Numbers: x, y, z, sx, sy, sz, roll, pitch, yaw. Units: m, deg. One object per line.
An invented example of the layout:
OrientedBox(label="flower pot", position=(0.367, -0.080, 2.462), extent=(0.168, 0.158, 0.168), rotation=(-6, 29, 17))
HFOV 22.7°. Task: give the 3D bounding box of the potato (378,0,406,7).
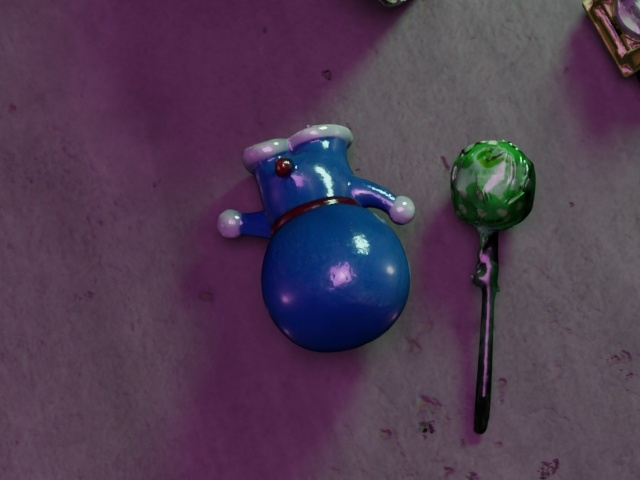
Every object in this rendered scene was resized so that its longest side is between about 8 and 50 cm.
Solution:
OrientedBox(label="potato", position=(0.047, -0.504, 1.738), extent=(0.296, 0.397, 0.290), rotation=(33, 46, 18))

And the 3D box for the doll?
OrientedBox(label="doll", position=(0.000, 0.000, 1.734), extent=(0.215, 0.161, 0.257), rotation=(-19, 64, 13))

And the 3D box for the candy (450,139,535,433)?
OrientedBox(label="candy", position=(0.182, 0.051, 1.749), extent=(0.097, 0.097, 0.323), rotation=(3, 89, 3))

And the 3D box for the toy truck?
OrientedBox(label="toy truck", position=(0.434, -0.286, 1.755), extent=(0.259, 0.135, 0.128), rotation=(-27, 81, -5))
